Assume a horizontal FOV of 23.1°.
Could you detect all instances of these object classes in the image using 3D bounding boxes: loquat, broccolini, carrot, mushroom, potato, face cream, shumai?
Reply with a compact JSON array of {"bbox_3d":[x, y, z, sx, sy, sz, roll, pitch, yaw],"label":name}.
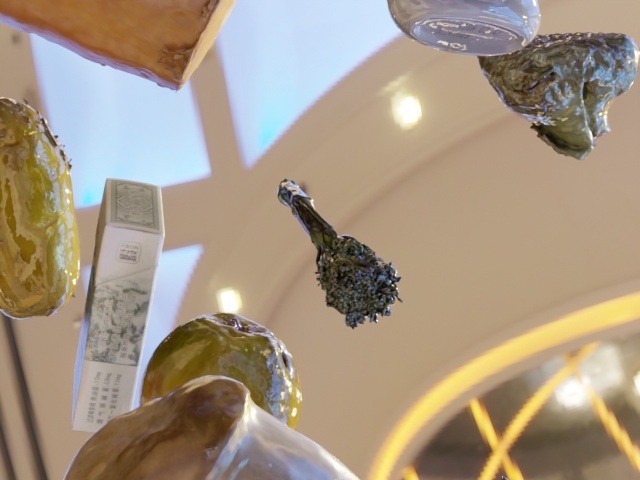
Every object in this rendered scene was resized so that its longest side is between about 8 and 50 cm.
[{"bbox_3d":[-0.136,0.219,2.039,0.213,0.213,0.246,33,-68,44],"label":"loquat"},{"bbox_3d":[0.000,0.000,1.138,0.239,0.051,0.054,-131,-142,-64],"label":"broccolini"},{"bbox_3d":[-0.160,-0.214,0.983,0.254,0.196,0.196,26,-48,-2],"label":"carrot"},{"bbox_3d":[0.041,0.182,0.732,0.123,0.351,0.095,-45,-159,33],"label":"mushroom"},{"bbox_3d":[-0.409,-0.044,2.119,0.173,0.140,0.300,-7,-84,48],"label":"potato"},{"bbox_3d":[0.121,-0.342,1.537,0.080,0.163,0.337,-43,-133,52],"label":"face cream"},{"bbox_3d":[0.259,-0.160,1.761,0.184,0.184,0.142,10,-68,52],"label":"shumai"}]

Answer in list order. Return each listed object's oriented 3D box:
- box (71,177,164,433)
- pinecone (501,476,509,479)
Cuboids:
[{"bbox_3d":[-0.237,0.075,1.818,0.164,0.069,0.257,-109,-151,-67],"label":"box"},{"bbox_3d":[0.137,0.226,1.153,0.109,0.102,0.102,-37,-108,55],"label":"pinecone"}]
